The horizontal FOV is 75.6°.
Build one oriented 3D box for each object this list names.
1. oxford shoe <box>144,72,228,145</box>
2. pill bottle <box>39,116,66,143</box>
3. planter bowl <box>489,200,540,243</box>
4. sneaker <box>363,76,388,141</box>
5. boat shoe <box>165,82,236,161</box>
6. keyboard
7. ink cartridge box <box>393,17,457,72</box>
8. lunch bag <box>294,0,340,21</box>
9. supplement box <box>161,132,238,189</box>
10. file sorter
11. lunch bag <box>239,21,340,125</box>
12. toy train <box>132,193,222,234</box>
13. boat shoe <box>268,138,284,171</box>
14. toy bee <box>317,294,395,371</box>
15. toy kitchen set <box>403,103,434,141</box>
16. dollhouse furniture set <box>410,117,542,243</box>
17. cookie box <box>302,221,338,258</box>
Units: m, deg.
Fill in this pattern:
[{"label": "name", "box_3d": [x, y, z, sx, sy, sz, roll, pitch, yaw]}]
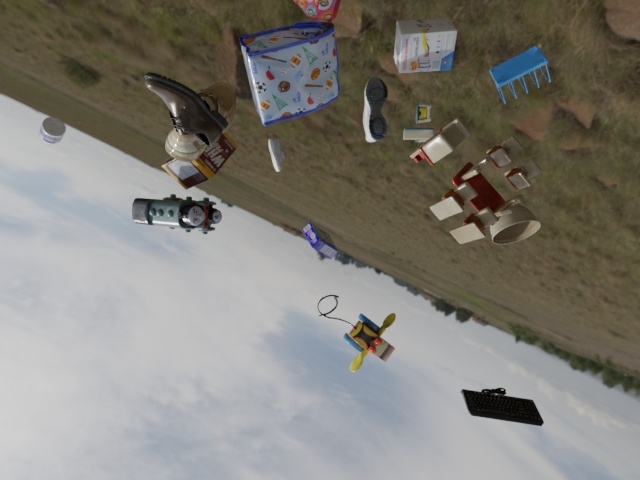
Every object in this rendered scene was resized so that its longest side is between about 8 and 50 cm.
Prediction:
[{"label": "oxford shoe", "box_3d": [-0.315, -0.296, 0.958, 0.083, 0.096, 0.227, 20, 170, 39]}, {"label": "pill bottle", "box_3d": [-0.892, -0.359, 1.370, 0.067, 0.067, 0.120, 26, 158, -34]}, {"label": "planter bowl", "box_3d": [0.672, -0.072, 1.460, 0.162, 0.109, 0.162, -9, 152, -5]}, {"label": "sneaker", "box_3d": [0.229, -0.584, 1.854, 0.111, 0.296, 0.129, 4, 176, -16]}, {"label": "boat shoe", "box_3d": [-0.316, -0.361, 1.168, 0.122, 0.341, 0.110, 27, 139, -12]}, {"label": "keyboard", "box_3d": [0.441, 0.397, 1.016, 0.180, 0.023, 0.108, 10, -158, -1]}, {"label": "ink cartridge box", "box_3d": [0.450, -0.853, 1.807, 0.233, 0.168, 0.171, -3, 135, 2]}, {"label": "lunch bag", "box_3d": [-0.010, -1.008, 1.560, 0.120, 0.258, 0.293, -9, -128, -26]}, {"label": "supplement box", "box_3d": [-0.456, -0.320, 1.564, 0.194, 0.191, 0.129, -10, 132, 43]}, {"label": "file sorter", "box_3d": [0.734, -0.602, 1.514, 0.104, 0.170, 0.118, 45, -147, -39]}, {"label": "lunch bag", "box_3d": [-0.110, -0.714, 1.741, 0.327, 0.386, 0.238, 80, 170, -49]}, {"label": "toy train", "box_3d": [-0.534, -0.098, 1.532, 0.334, 0.142, 0.190, 8, -173, 28]}, {"label": "boat shoe", "box_3d": [-0.212, -0.427, 2.055, 0.063, 0.184, 0.066, -10, 154, -16]}, {"label": "toy bee", "box_3d": [0.128, 0.288, 1.172, 0.299, 0.195, 0.162, 16, -170, -34]}, {"label": "toy kitchen set", "box_3d": [0.420, -0.513, 1.776, 0.122, 0.165, 0.207, 2, -171, 10]}, {"label": "dollhouse furniture set", "box_3d": [0.355, -0.155, 1.003, 0.259, 0.262, 0.135, 49, 158, -3]}, {"label": "cookie box", "box_3d": [0.000, 0.000, 1.351, 0.107, 0.040, 0.091, 33, -160, -46]}]
